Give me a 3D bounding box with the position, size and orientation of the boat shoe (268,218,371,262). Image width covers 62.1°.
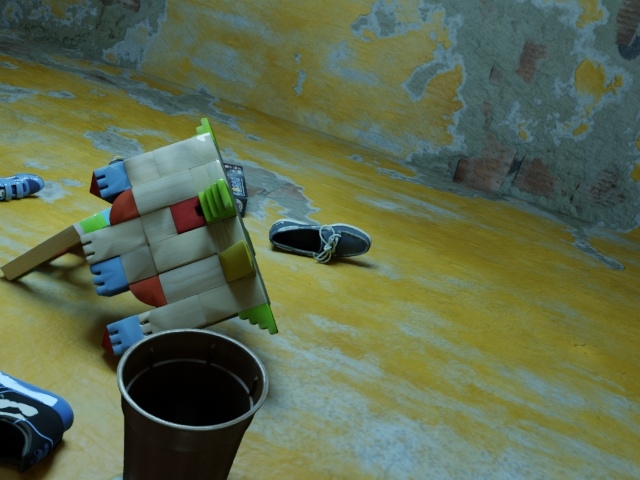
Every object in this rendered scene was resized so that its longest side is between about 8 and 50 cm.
[{"bbox_3d":[0.000,0.000,1.304,0.254,0.095,0.079,13,22,-3],"label":"boat shoe"}]

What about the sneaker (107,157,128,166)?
[{"bbox_3d":[-0.485,-0.141,1.333,0.224,0.083,0.098,29,32,26],"label":"sneaker"}]

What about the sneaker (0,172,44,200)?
[{"bbox_3d":[-0.693,-0.115,1.179,0.144,0.053,0.059,-9,32,-28],"label":"sneaker"}]

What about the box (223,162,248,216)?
[{"bbox_3d":[-0.323,-0.160,1.499,0.216,0.060,0.270,9,24,-16],"label":"box"}]

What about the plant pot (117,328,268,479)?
[{"bbox_3d":[-0.160,0.219,0.627,0.167,0.165,0.167,14,24,-6],"label":"plant pot"}]

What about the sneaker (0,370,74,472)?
[{"bbox_3d":[-0.417,0.197,0.620,0.232,0.081,0.090,17,16,0],"label":"sneaker"}]

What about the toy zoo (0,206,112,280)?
[{"bbox_3d":[-0.434,-0.027,1.018,0.192,0.030,0.293,-25,12,21],"label":"toy zoo"}]

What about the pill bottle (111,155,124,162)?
[{"bbox_3d":[-0.557,-0.207,1.476,0.043,0.043,0.083,2,28,-29],"label":"pill bottle"}]

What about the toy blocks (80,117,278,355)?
[{"bbox_3d":[-0.251,0.010,0.861,0.261,0.381,0.191,-19,-8,-4],"label":"toy blocks"}]
